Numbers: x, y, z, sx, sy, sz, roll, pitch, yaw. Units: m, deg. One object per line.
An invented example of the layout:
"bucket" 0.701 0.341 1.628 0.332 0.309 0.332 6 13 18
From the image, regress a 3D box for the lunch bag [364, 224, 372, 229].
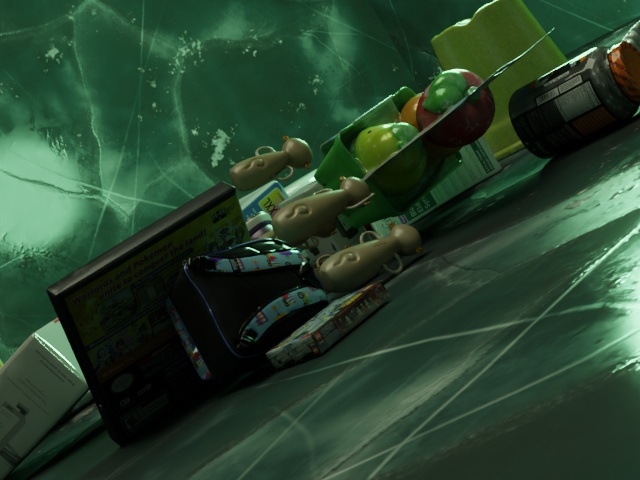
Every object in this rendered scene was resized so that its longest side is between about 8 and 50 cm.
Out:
"lunch bag" 0.144 -0.123 2.390 0.258 0.120 0.293 -29 6 33

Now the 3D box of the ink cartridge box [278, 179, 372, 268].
"ink cartridge box" 0.011 -0.019 1.948 0.063 0.150 0.109 -34 5 -28

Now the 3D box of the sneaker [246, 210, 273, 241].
"sneaker" -0.065 0.061 2.008 0.107 0.124 0.283 -43 -19 -4

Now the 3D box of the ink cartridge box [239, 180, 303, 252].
"ink cartridge box" -0.232 0.080 2.328 0.395 0.151 0.270 -41 9 -33

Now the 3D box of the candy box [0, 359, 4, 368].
"candy box" -0.696 0.275 2.329 0.183 0.316 0.087 -30 3 12

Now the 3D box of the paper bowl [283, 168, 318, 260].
"paper bowl" -0.038 -0.048 2.600 0.284 0.148 0.284 -32 4 3

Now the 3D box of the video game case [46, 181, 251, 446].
"video game case" -0.191 0.094 1.581 0.275 0.248 0.035 -33 37 -26

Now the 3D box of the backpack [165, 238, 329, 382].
"backpack" -0.085 0.082 1.533 0.173 0.158 0.117 -18 -22 -37

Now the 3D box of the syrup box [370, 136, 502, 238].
"syrup box" 0.178 -0.100 2.090 0.237 0.093 0.096 -31 5 0

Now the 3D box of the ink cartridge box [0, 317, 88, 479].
"ink cartridge box" -0.459 0.256 1.872 0.283 0.117 0.207 -46 3 8

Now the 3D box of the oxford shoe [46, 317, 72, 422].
"oxford shoe" -0.520 0.305 2.217 0.130 0.133 0.363 -14 35 51

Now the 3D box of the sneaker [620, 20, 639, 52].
"sneaker" 0.510 -0.291 2.047 0.236 0.095 0.104 -36 -1 -36

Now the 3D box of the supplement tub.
"supplement tub" 0.379 -0.205 1.779 0.190 0.117 0.117 -27 6 36

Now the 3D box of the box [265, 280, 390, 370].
"box" 0.010 0.101 1.455 0.137 0.027 0.094 -35 5 -40

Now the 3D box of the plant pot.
"plant pot" 0.344 -0.312 2.279 0.276 0.254 0.276 -31 4 3

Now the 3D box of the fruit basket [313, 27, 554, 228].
"fruit basket" 0.160 -0.181 1.830 0.353 0.165 0.327 -45 -4 42

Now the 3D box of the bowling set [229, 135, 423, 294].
"bowling set" 0.000 0.000 1.738 0.154 0.287 0.200 -27 -31 -25
